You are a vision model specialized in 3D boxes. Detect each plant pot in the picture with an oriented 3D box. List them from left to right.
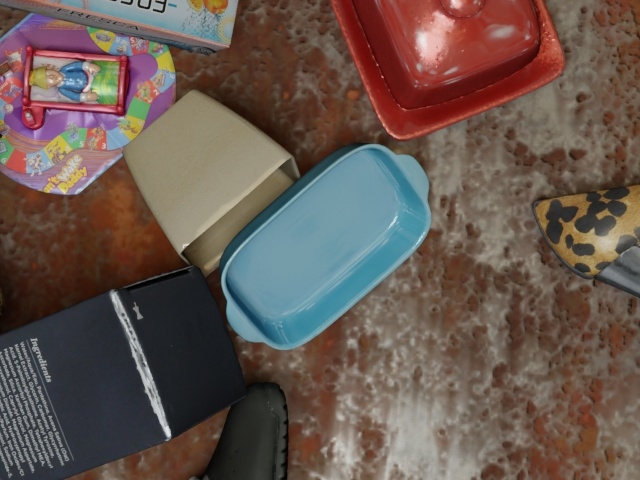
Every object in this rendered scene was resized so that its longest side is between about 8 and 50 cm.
[{"bbox_3d":[-0.087,-0.049,1.126,0.109,0.109,0.096,-40,78,-4],"label":"plant pot"}]

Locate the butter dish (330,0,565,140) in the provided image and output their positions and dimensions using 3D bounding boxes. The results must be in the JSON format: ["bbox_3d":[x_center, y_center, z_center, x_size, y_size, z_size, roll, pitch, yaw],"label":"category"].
[{"bbox_3d":[0.100,-0.177,1.133,0.160,0.118,0.159,-22,88,-4],"label":"butter dish"}]

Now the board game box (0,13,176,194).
[{"bbox_3d":[-0.195,-0.119,1.154,0.169,0.033,0.133,-41,90,-4],"label":"board game box"}]

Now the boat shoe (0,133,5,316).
[{"bbox_3d":[-0.289,-0.075,1.084,0.104,0.110,0.307,-27,78,-3],"label":"boat shoe"}]

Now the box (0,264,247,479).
[{"bbox_3d":[-0.180,0.107,1.054,0.207,0.153,0.108,-21,89,19],"label":"box"}]

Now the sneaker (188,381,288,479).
[{"bbox_3d":[-0.115,0.254,1.095,0.146,0.122,0.330,17,86,-5],"label":"sneaker"}]

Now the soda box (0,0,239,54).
[{"bbox_3d":[-0.156,-0.189,1.121,0.183,0.063,0.058,12,87,-20],"label":"soda box"}]

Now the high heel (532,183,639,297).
[{"bbox_3d":[0.293,-0.071,1.164,0.186,0.093,0.261,27,78,12],"label":"high heel"}]

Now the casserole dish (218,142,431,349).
[{"bbox_3d":[0.000,0.000,1.138,0.188,0.037,0.114,-41,127,-4],"label":"casserole dish"}]
